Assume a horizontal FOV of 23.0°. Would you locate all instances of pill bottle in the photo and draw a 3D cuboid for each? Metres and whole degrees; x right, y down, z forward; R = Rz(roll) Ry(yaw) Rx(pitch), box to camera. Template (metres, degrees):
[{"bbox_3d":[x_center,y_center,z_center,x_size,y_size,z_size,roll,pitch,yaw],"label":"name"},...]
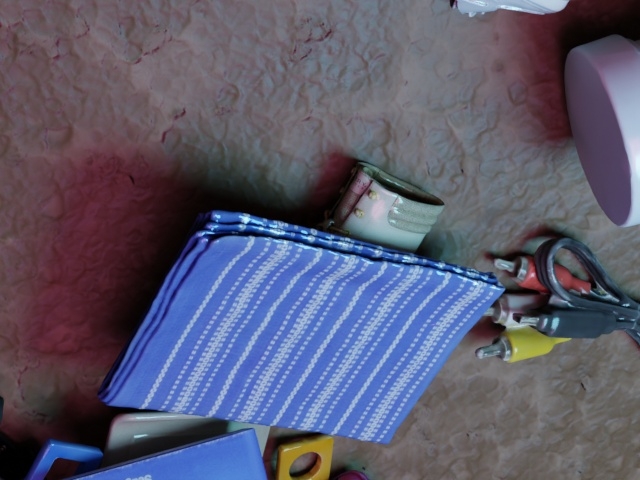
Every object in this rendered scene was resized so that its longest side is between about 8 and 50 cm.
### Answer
[{"bbox_3d":[0.424,-0.140,1.445,0.363,0.210,0.210,-16,121,-5],"label":"pill bottle"}]

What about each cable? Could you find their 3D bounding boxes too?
[{"bbox_3d":[0.291,0.068,1.636,0.287,0.072,0.139,6,100,-31],"label":"cable"}]

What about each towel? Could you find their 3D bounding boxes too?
[{"bbox_3d":[-0.016,0.095,1.482,0.336,0.040,0.243,12,126,-30],"label":"towel"}]

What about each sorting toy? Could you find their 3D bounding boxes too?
[{"bbox_3d":[-0.148,0.243,1.595,0.348,0.047,0.196,2,118,-33],"label":"sorting toy"}]

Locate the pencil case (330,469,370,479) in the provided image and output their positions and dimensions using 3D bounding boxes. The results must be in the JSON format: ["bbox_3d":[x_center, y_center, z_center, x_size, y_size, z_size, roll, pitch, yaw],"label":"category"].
[{"bbox_3d":[0.054,0.344,1.697,0.098,0.095,0.209,-20,121,17],"label":"pencil case"}]

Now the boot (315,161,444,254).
[{"bbox_3d":[0.000,0.000,1.496,0.213,0.077,0.165,14,115,-26],"label":"boot"}]

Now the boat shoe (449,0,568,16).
[{"bbox_3d":[0.133,-0.234,1.409,0.184,0.066,0.063,14,128,-23],"label":"boat shoe"}]

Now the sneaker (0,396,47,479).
[{"bbox_3d":[-0.338,0.270,1.547,0.146,0.102,0.293,-8,120,-10],"label":"sneaker"}]

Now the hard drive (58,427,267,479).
[{"bbox_3d":[-0.123,0.360,1.500,0.210,0.040,0.318,-13,87,-25],"label":"hard drive"}]
